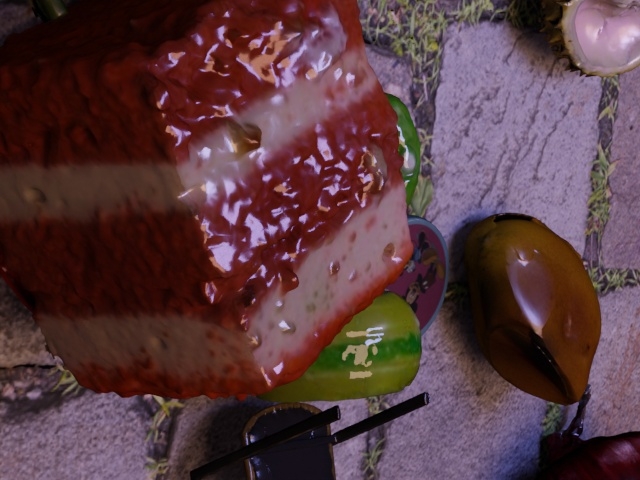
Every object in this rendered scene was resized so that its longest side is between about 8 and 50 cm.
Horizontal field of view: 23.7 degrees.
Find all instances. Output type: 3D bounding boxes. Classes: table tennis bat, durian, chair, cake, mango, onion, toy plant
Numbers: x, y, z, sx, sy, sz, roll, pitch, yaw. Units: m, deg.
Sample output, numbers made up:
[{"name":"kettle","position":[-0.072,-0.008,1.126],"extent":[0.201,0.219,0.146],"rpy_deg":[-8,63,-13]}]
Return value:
[{"name":"table tennis bat","position":[0.067,0.078,1.703],"extent":[0.244,0.040,0.153],"rpy_deg":[-50,132,-26]},{"name":"durian","position":[0.338,-0.294,1.777],"extent":[0.250,0.138,0.183],"rpy_deg":[-11,144,-37]},{"name":"chair","position":[-0.023,0.252,1.563],"extent":[0.159,0.247,0.172],"rpy_deg":[0,83,-53]},{"name":"cake","position":[-0.101,-0.054,1.282],"extent":[0.269,0.270,0.319],"rpy_deg":[-39,118,-41]},{"name":"mango","position":[0.247,0.070,1.803],"extent":[0.236,0.136,0.166],"rpy_deg":[56,50,-33]},{"name":"onion","position":[0.349,0.330,1.953],"extent":[0.273,0.285,0.273],"rpy_deg":[-22,152,-13]},{"name":"toy plant","position":[0.000,0.000,1.544],"extent":[0.224,0.184,0.315],"rpy_deg":[-2,90,-25]}]

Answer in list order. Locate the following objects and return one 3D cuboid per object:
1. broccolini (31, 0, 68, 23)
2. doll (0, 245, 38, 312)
[{"name":"broccolini","position":[-0.190,-0.309,1.266],"extent":[0.123,0.062,0.271],"rpy_deg":[6,85,-4]},{"name":"doll","position":[-0.273,-0.023,1.328],"extent":[0.169,0.057,0.109],"rpy_deg":[46,69,-42]}]
